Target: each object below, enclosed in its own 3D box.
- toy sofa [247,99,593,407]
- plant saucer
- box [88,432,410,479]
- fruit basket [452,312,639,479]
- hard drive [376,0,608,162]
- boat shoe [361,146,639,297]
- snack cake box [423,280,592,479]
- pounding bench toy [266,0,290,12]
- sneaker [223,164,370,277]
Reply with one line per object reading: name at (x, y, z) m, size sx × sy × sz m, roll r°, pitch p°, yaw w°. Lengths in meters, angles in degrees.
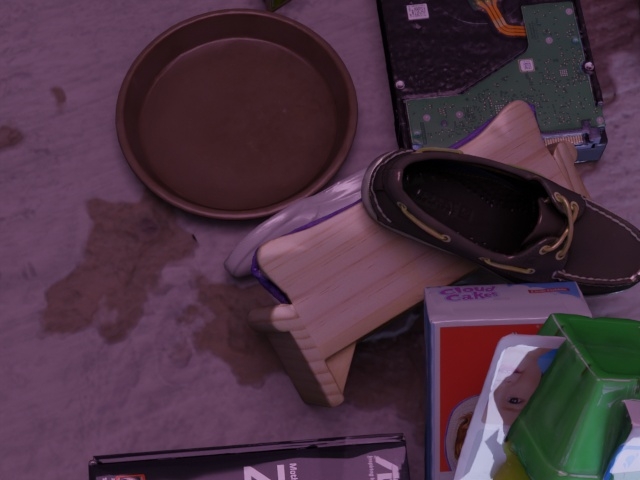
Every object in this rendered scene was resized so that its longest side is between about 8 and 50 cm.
toy sofa at (0.099, 0.011, 1.438) m, size 0.362 × 0.150 × 0.177 m, roll -31°, pitch 93°, yaw -12°
plant saucer at (-0.096, -0.142, 1.594) m, size 0.278 × 0.041 × 0.278 m, roll 0°, pitch 65°, yaw 1°
box at (-0.056, 0.394, 1.321) m, size 0.318 × 0.097 × 0.395 m, roll -3°, pitch 67°, yaw -5°
fruit basket at (0.263, 0.246, 1.235) m, size 0.327 × 0.353 × 0.165 m, roll 6°, pitch 20°, yaw -18°
hard drive at (0.190, -0.242, 1.625) m, size 0.237 × 0.064 × 0.339 m, roll -7°, pitch 66°, yaw -3°
boat shoe at (0.192, -0.015, 1.336) m, size 0.305 × 0.091 × 0.109 m, roll 17°, pitch 84°, yaw -11°
snack cake box at (0.176, 0.178, 1.338) m, size 0.152 × 0.089 × 0.264 m, roll -1°, pitch 110°, yaw 0°
pounding bench toy at (-0.061, -0.328, 1.654) m, size 0.052 × 0.083 × 0.065 m, roll -35°, pitch 71°, yaw -14°
sneaker at (0.000, 0.000, 1.516) m, size 0.212 × 0.080 × 0.094 m, roll -29°, pitch 85°, yaw -11°
